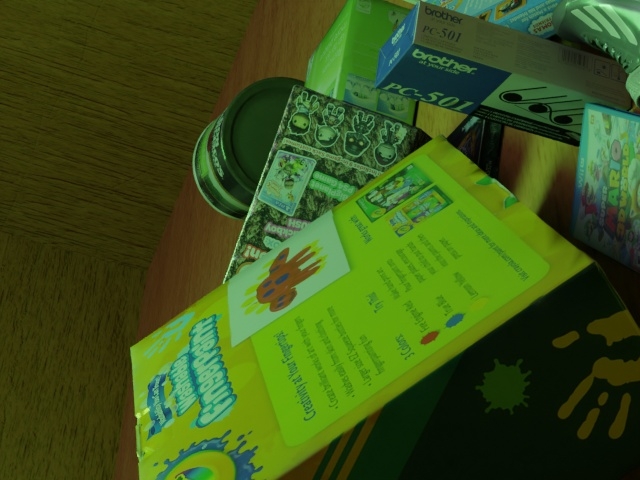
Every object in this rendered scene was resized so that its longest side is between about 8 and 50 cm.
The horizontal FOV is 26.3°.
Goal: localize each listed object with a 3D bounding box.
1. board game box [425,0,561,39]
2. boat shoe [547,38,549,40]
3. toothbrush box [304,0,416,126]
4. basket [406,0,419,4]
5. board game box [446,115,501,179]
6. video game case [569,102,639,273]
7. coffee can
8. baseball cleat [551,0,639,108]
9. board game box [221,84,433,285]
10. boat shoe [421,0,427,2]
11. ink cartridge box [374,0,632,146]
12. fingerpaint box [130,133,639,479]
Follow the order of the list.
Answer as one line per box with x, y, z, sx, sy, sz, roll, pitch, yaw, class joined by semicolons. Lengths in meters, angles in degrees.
0.183;-0.226;1.302;0.211;0.039;0.160;-23;27;29;board game box
0.208;-0.259;1.420;0.084;0.095;0.258;129;154;-68;boat shoe
0.046;-0.170;1.927;0.206;0.122;0.283;131;151;-62;toothbrush box
0.115;-0.379;1.804;0.103;0.167;0.113;-99;28;-71;basket
0.154;-0.070;1.562;0.186;0.026;0.126;132;152;-62;board game box
0.245;-0.045;1.120;0.166;0.015;0.119;-132;46;-75;video game case
-0.093;-0.145;2.295;0.275;0.201;0.202;157;128;-74;coffee can
0.249;-0.157;1.109;0.206;0.072;0.109;3;77;64;baseball cleat
0.009;-0.001;1.504;0.232;0.141;0.291;0;-70;-79;board game box
0.163;-0.317;1.657;0.094;0.109;0.302;-110;36;-72;boat shoe
0.162;-0.145;1.218;0.097;0.207;0.046;136;146;-64;ink cartridge box
0.040;0.119;1.129;0.371;0.163;0.445;-35;18;1;fingerpaint box
